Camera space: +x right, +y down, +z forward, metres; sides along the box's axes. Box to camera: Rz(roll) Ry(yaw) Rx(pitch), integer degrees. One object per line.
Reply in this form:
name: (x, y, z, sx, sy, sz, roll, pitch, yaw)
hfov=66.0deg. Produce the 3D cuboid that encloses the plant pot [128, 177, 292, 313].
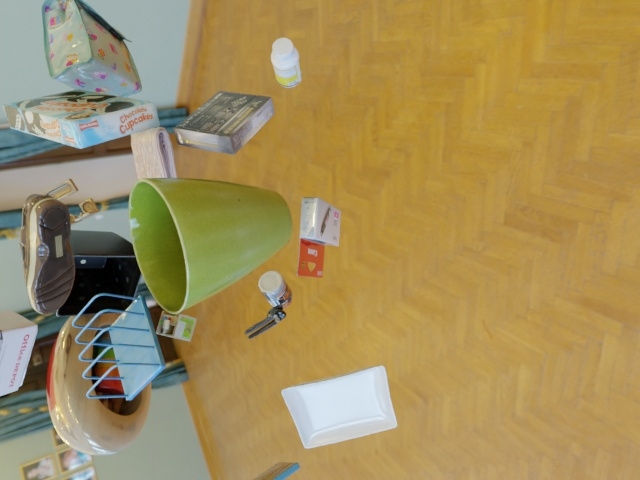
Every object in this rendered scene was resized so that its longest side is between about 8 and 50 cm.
plant pot: (-0.216, -0.020, 1.063, 0.274, 0.293, 0.275, 23, 121, 45)

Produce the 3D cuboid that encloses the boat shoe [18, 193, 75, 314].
boat shoe: (-0.571, 0.025, 1.018, 0.095, 0.095, 0.258, 25, 111, 25)

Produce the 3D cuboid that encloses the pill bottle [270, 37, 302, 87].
pill bottle: (-0.126, -0.653, 1.807, 0.184, 0.103, 0.103, 76, 171, -74)

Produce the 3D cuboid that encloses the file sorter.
file sorter: (-0.395, 0.201, 0.950, 0.118, 0.104, 0.170, -43, 56, 18)

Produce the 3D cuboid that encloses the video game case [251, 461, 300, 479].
video game case: (-0.121, 0.545, 1.123, 0.015, 0.119, 0.166, 60, 151, 11)

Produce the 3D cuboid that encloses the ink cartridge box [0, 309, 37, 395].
ink cartridge box: (-1.246, 0.424, 1.730, 0.166, 0.395, 0.286, 22, 96, 16)

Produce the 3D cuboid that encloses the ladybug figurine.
ladybug figurine: (-0.604, 0.362, 1.330, 0.305, 0.161, 0.450, 50, -163, -44)

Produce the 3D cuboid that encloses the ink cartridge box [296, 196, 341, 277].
ink cartridge box: (0.000, 0.000, 1.589, 0.060, 0.275, 0.239, 1, 85, 17)

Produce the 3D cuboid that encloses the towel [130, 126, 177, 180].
towel: (-0.510, -0.183, 1.520, 0.331, 0.053, 0.317, 15, 114, 55)

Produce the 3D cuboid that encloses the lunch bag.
lunch bag: (-0.627, -0.533, 1.339, 0.223, 0.160, 0.263, 27, -137, -73)

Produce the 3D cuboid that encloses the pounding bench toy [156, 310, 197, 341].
pounding bench toy: (-0.324, 0.181, 1.063, 0.065, 0.083, 0.052, 3, 72, 32)

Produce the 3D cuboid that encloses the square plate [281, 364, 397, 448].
square plate: (0.072, 0.563, 1.682, 0.049, 0.343, 0.348, -101, -3, -55)

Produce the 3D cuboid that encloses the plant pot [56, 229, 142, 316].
plant pot: (-0.595, 0.070, 1.300, 0.167, 0.188, 0.188, 46, 120, 39)

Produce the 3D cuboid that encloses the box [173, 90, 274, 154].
box: (-0.261, -0.331, 1.363, 0.182, 0.231, 0.056, 13, 136, 20)

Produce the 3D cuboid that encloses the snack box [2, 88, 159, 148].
snack box: (-0.533, -0.277, 1.092, 0.321, 0.187, 0.060, 18, 125, 34)

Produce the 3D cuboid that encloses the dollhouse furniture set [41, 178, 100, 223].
dollhouse furniture set: (-0.902, -0.131, 1.747, 0.151, 0.144, 0.123, 62, 177, -11)

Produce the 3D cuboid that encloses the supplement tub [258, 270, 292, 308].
supplement tub: (-0.194, 0.226, 2.196, 0.117, 0.117, 0.190, 54, 174, 35)

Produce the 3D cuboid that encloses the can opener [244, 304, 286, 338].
can opener: (-0.215, 0.329, 1.941, 0.059, 0.186, 0.073, 51, -179, -10)
